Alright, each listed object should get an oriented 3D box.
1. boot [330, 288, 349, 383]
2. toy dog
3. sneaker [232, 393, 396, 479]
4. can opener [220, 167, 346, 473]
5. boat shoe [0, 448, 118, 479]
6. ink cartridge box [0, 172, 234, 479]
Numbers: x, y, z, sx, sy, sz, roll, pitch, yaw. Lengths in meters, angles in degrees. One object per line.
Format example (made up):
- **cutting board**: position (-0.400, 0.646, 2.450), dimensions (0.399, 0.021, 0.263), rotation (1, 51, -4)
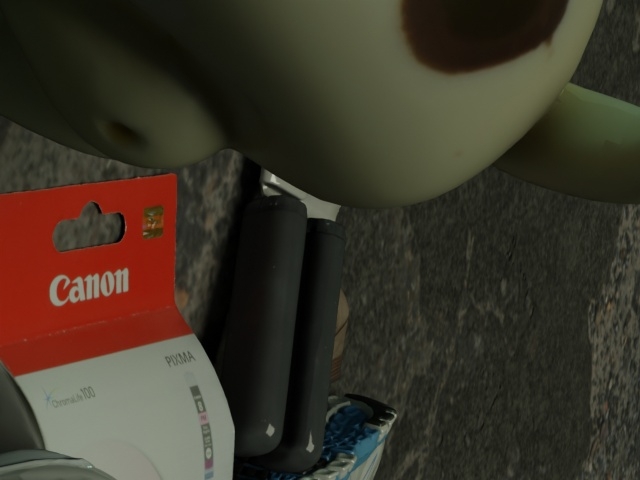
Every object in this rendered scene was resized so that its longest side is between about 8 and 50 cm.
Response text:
- **boot**: position (-0.018, 0.061, 1.301), dimensions (0.118, 0.042, 0.087), rotation (-30, 116, -60)
- **toy dog**: position (-0.015, -0.158, 0.735), dimensions (0.284, 0.395, 0.408), rotation (-41, 170, -12)
- **sneaker**: position (-0.002, 0.167, 1.321), dimensions (0.191, 0.071, 0.083), rotation (-22, 121, -61)
- **can opener**: position (0.000, 0.000, 1.240), dimensions (0.076, 0.095, 0.283), rotation (29, 59, -43)
- **boat shoe**: position (-0.179, 0.150, 0.894), dimensions (0.258, 0.084, 0.095), rotation (-20, 111, -46)
- **ink cartridge box**: position (-0.111, 0.087, 1.097), dimensions (0.189, 0.066, 0.232), rotation (-12, 110, -63)
